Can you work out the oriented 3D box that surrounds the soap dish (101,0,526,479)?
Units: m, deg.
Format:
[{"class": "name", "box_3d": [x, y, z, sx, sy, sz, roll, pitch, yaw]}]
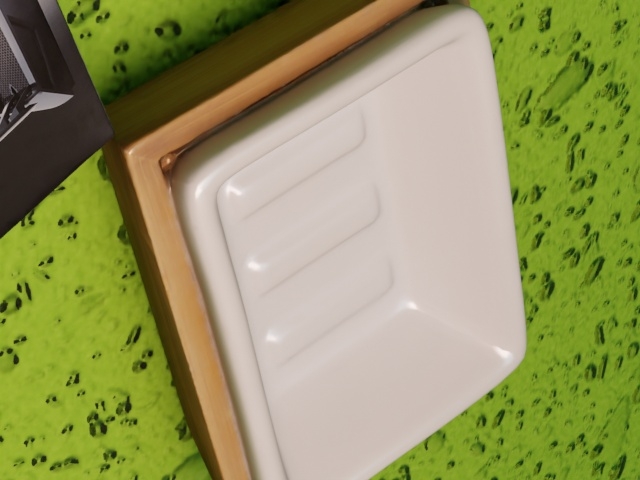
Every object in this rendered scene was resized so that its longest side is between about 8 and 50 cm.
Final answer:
[{"class": "soap dish", "box_3d": [0.000, 0.000, 1.018, 0.229, 0.118, 0.291, -33, 132, -24]}]

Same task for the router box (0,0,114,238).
[{"class": "router box", "box_3d": [-0.225, -0.056, 0.727, 0.243, 0.081, 0.309, -44, 159, -14]}]
